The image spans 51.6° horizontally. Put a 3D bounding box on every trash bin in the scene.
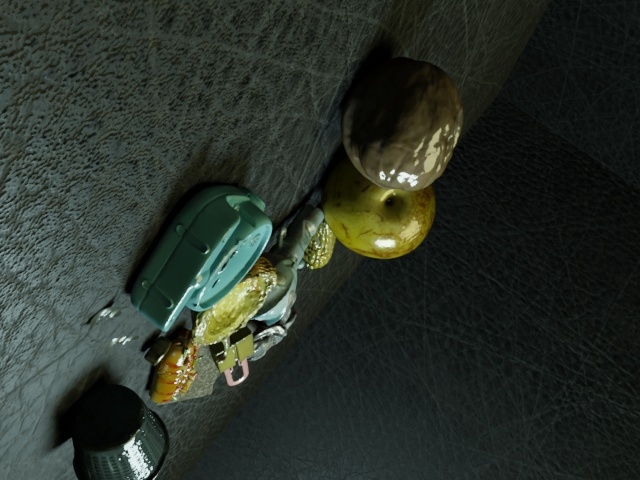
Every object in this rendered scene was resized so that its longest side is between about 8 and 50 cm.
[{"bbox_3d":[-0.362,0.341,1.161,0.175,0.175,0.161,-47,159,-31],"label":"trash bin"}]

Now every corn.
[{"bbox_3d":[0.000,0.000,1.823,0.086,0.086,0.288,-48,168,-25],"label":"corn"}]

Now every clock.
[{"bbox_3d":[-0.167,0.017,1.062,0.224,0.094,0.274,-54,169,18],"label":"clock"}]

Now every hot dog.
[{"bbox_3d":[-0.307,0.280,1.416,0.104,0.076,0.250,-44,165,-44],"label":"hot dog"}]

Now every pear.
[{"bbox_3d":[0.135,-0.090,1.584,0.281,0.280,0.281,-50,170,-12],"label":"pear"}]

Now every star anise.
[{"bbox_3d":[-0.157,0.247,1.801,0.316,0.139,0.359,-21,144,-56],"label":"star anise"}]

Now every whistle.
[{"bbox_3d":[-0.094,0.054,1.468,0.133,0.142,0.346,-20,-149,49],"label":"whistle"}]

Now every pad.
[{"bbox_3d":[-0.294,0.316,1.638,0.158,0.003,0.235,2,128,-50],"label":"pad"}]

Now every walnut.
[{"bbox_3d":[0.161,-0.227,1.318,0.227,0.273,0.273,4,130,-39],"label":"walnut"}]

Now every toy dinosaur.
[{"bbox_3d":[-0.216,0.178,1.501,0.251,0.072,0.200,-9,126,-61],"label":"toy dinosaur"}]

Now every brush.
[{"bbox_3d":[-0.216,0.300,1.658,0.103,0.047,0.233,-29,148,-21],"label":"brush"}]

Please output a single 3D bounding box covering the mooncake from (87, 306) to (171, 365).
[{"bbox_3d":[-0.302,0.173,1.104,0.347,0.057,0.150,106,11,-58],"label":"mooncake"}]

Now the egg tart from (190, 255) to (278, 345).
[{"bbox_3d":[-0.178,0.106,1.274,0.212,0.090,0.213,-39,154,-23],"label":"egg tart"}]
